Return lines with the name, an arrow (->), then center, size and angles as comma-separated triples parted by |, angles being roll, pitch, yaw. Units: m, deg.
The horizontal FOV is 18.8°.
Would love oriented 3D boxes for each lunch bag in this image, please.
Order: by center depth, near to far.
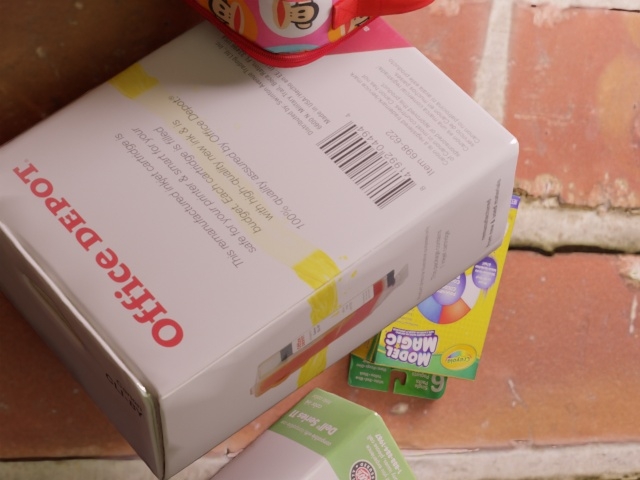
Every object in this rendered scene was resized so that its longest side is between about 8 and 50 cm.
lunch bag -> 0.009, -0.284, 1.643 | 0.293, 0.258, 0.120 | -38, 155, -27

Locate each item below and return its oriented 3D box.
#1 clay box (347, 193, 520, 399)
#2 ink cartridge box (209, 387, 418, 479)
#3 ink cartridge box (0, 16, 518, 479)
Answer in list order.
clay box -> 0.111, 0.049, 1.905 | 0.127, 0.053, 0.222 | 11, 93, -32
ink cartridge box -> -0.058, 0.333, 1.821 | 0.353, 0.119, 0.207 | -40, 118, -20
ink cartridge box -> -0.069, -0.025, 1.634 | 0.384, 0.279, 0.160 | -34, 154, -21
